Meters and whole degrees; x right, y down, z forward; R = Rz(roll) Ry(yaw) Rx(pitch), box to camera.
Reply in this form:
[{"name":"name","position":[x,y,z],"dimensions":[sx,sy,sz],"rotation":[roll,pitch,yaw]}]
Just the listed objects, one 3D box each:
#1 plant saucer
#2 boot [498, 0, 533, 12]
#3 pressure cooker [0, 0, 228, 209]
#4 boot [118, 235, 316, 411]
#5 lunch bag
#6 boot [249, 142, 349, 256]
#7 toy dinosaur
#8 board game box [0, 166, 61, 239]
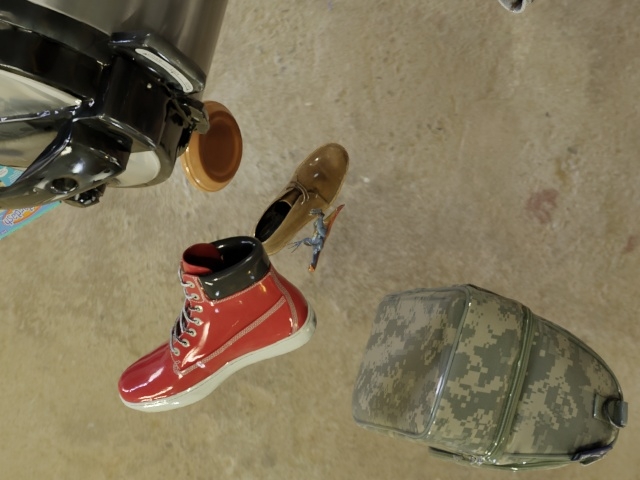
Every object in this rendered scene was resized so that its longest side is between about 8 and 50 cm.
[{"name":"plant saucer","position":[-0.228,-0.203,1.665],"dimensions":[0.037,0.200,0.199],"rotation":[6,102,30]},{"name":"boot","position":[0.178,-0.239,0.614],"dimensions":[0.258,0.095,0.123],"rotation":[15,102,-46]},{"name":"pressure cooker","position":[-0.286,-0.232,0.813],"dimensions":[0.376,0.370,0.420],"rotation":[16,76,-13]},{"name":"boot","position":[-0.147,0.087,0.836],"dimensions":[0.244,0.088,0.176],"rotation":[-28,135,8]},{"name":"lunch bag","position":[0.215,0.194,1.023],"dimensions":[0.256,0.305,0.212],"rotation":[19,76,-15]},{"name":"boot","position":[-0.040,-0.096,1.666],"dimensions":[0.112,0.115,0.305],"rotation":[38,80,6]},{"name":"toy dinosaur","position":[0.000,0.000,1.050],"dimensions":[0.090,0.047,0.082],"rotation":[-12,103,-8]},{"name":"board game box","position":[-0.679,-0.125,1.628],"dimensions":[0.160,0.047,0.210],"rotation":[-31,122,-1]}]
